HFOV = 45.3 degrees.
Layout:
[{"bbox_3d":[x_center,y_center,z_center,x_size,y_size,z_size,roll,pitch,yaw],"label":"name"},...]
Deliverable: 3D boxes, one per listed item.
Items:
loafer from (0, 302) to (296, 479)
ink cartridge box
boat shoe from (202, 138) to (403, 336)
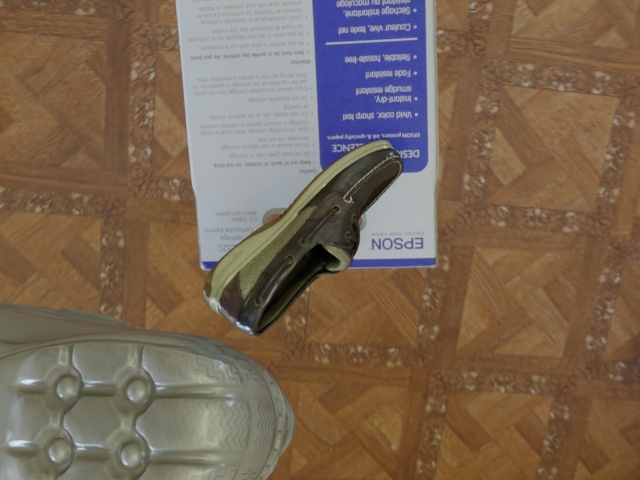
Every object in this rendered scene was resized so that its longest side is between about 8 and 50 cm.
[{"bbox_3d":[-0.168,0.087,0.409,0.319,0.111,0.112,5,78,21],"label":"loafer"},{"bbox_3d":[-0.008,-0.165,0.531,0.176,0.069,0.371,-1,101,8],"label":"ink cartridge box"},{"bbox_3d":[0.000,0.000,0.464,0.152,0.056,0.049,-42,65,-13],"label":"boat shoe"}]
